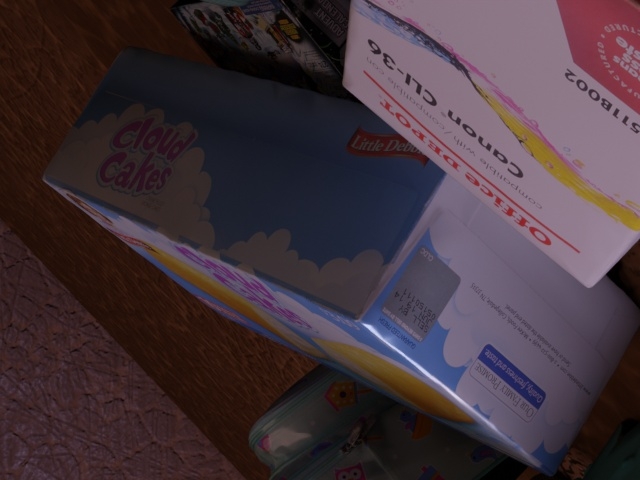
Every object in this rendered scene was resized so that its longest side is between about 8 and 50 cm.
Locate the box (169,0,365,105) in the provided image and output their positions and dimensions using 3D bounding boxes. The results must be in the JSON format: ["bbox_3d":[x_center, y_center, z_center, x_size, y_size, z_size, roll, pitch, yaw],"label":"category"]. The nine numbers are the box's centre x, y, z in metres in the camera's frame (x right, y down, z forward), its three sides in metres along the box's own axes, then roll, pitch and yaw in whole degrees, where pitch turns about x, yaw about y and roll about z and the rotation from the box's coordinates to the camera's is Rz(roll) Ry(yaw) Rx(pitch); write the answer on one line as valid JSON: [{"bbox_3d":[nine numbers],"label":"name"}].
[{"bbox_3d":[-0.013,-0.087,0.638,0.094,0.027,0.137,49,165,-20],"label":"box"}]

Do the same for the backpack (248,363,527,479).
[{"bbox_3d":[0.031,0.144,0.836,0.144,0.188,0.166,43,166,8],"label":"backpack"}]

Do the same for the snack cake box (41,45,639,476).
[{"bbox_3d":[0.000,0.001,0.637,0.152,0.089,0.264,39,169,-39],"label":"snack cake box"}]

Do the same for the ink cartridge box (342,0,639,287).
[{"bbox_3d":[0.071,-0.058,0.406,0.115,0.067,0.198,41,166,12],"label":"ink cartridge box"}]

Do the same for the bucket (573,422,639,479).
[{"bbox_3d":[0.199,0.246,0.663,0.281,0.183,0.281,43,166,13],"label":"bucket"}]

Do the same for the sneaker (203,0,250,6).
[{"bbox_3d":[-0.031,-0.144,0.432,0.122,0.110,0.283,35,174,-10],"label":"sneaker"}]

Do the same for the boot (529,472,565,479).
[{"bbox_3d":[0.153,0.304,0.860,0.095,0.203,0.262,-23,98,46],"label":"boot"}]
